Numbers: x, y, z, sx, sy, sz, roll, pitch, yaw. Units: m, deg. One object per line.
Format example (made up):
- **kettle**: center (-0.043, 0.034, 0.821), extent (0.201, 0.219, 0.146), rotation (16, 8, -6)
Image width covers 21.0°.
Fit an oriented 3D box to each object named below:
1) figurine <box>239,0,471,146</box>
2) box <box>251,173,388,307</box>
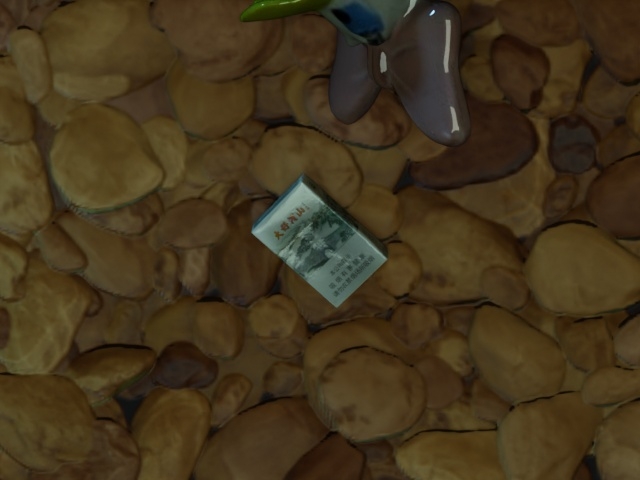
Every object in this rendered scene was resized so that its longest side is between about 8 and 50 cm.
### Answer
- **figurine**: center (0.013, -0.269, 1.051), extent (0.193, 0.154, 0.421), rotation (-6, 105, -31)
- **box**: center (0.000, 0.000, 1.211), extent (0.083, 0.024, 0.054), rotation (42, 109, -11)
